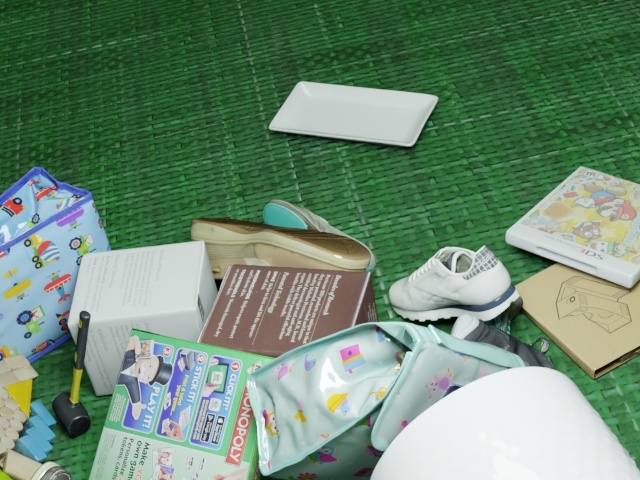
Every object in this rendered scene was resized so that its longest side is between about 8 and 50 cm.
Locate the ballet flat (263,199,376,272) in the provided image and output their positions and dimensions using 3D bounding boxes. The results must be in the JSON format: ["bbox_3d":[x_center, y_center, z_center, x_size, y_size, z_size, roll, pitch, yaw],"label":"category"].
[{"bbox_3d":[0.000,0.000,1.898,0.068,0.072,0.213,-12,36,-41],"label":"ballet flat"}]

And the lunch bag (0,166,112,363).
[{"bbox_3d":[-0.451,0.073,1.835,0.138,0.221,0.293,24,52,35],"label":"lunch bag"}]

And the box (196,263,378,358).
[{"bbox_3d":[-0.036,0.150,1.689,0.203,0.168,0.167,3,42,16],"label":"box"}]

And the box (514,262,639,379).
[{"bbox_3d":[0.386,0.095,1.764,0.164,0.021,0.201,-26,43,-16],"label":"box"}]

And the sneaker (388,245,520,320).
[{"bbox_3d":[0.174,0.053,1.756,0.235,0.095,0.090,-9,30,51],"label":"sneaker"}]

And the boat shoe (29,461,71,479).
[{"bbox_3d":[-0.333,0.382,1.511,0.073,0.080,0.223,9,76,25],"label":"boat shoe"}]

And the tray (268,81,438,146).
[{"bbox_3d":[0.059,-0.214,2.188,0.270,0.030,0.145,9,44,23],"label":"tray"}]

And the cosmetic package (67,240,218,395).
[{"bbox_3d":[-0.244,0.111,1.797,0.183,0.151,0.151,-6,40,5],"label":"cosmetic package"}]

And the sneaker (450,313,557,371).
[{"bbox_3d":[0.227,0.223,1.593,0.153,0.101,0.268,10,59,1],"label":"sneaker"}]

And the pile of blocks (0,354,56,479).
[{"bbox_3d":[-0.433,0.307,1.676,0.112,0.149,0.362,-48,22,23],"label":"pile of blocks"}]

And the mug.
[{"bbox_3d":[0.207,0.376,1.333,0.374,0.276,0.328,-42,49,11],"label":"mug"}]

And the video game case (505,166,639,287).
[{"bbox_3d":[0.421,-0.026,1.865,0.206,0.026,0.227,22,42,33],"label":"video game case"}]

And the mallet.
[{"bbox_3d":[-0.338,0.175,1.729,0.039,0.190,0.062,-8,28,-35],"label":"mallet"}]

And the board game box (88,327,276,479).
[{"bbox_3d":[-0.177,0.282,1.544,0.213,0.046,0.317,10,77,22],"label":"board game box"}]

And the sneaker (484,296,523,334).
[{"bbox_3d":[0.237,0.140,1.731,0.076,0.065,0.166,36,61,22],"label":"sneaker"}]

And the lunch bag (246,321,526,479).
[{"bbox_3d":[0.084,0.185,1.448,0.262,0.223,0.160,-32,55,33],"label":"lunch bag"}]

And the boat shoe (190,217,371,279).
[{"bbox_3d":[-0.062,0.036,1.824,0.121,0.110,0.341,2,5,-43],"label":"boat shoe"}]
